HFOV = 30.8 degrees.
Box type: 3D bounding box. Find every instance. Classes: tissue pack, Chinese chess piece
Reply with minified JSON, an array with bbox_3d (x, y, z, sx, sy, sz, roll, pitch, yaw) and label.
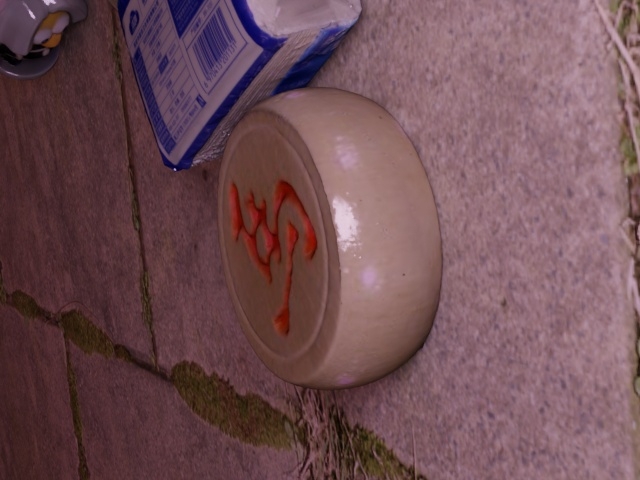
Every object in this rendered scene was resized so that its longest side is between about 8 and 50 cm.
[{"bbox_3d":[-0.079,-0.212,1.082,0.270,0.137,0.209,-44,59,55],"label":"tissue pack"},{"bbox_3d":[0.000,0.000,1.025,0.273,0.102,0.273,31,126,57],"label":"Chinese chess piece"}]

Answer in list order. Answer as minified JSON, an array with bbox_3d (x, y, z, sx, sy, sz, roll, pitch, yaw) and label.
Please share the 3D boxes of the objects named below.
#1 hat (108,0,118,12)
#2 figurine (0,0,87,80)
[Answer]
[{"bbox_3d":[-0.188,-0.331,1.348,0.173,0.144,0.166,32,143,-4],"label":"hat"},{"bbox_3d":[-0.442,-0.324,1.715,0.133,0.176,0.236,51,156,-4],"label":"figurine"}]
